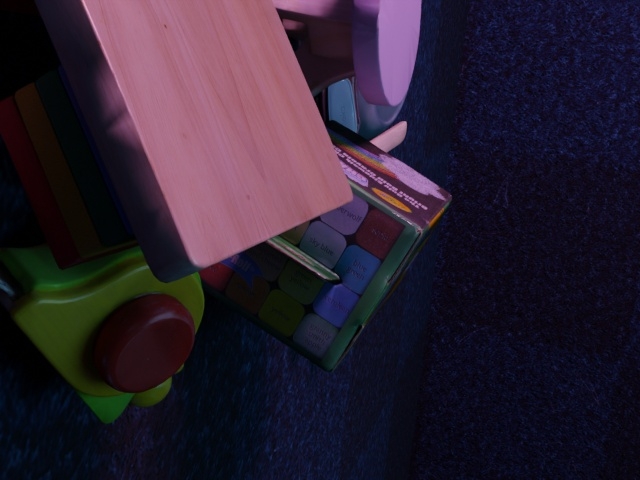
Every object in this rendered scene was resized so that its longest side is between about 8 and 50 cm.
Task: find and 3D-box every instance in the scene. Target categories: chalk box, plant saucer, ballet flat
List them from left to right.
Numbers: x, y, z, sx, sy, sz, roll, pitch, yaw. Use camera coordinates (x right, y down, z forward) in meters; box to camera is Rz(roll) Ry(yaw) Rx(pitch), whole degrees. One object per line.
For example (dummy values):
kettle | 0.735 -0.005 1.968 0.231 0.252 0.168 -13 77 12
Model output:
chalk box | 0.000 0.000 0.834 0.179 0.180 0.289 -59 171 19
ballet flat | 0.022 -0.234 1.116 0.074 0.074 0.203 -37 128 -70
plant saucer | 0.115 -0.326 1.392 0.317 0.043 0.318 12 90 -72

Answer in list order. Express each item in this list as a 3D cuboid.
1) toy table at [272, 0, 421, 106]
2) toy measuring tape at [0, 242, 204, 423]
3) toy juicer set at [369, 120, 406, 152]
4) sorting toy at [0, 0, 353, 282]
toy table | 0.013 -0.243 0.873 0.274 0.160 0.252 29 71 -75
toy measuring tape | -0.149 0.005 0.496 0.330 0.121 0.121 72 30 -49
toy juicer set | 0.021 -0.030 1.204 0.209 0.089 0.329 -8 115 -62
sorting toy | -0.101 -0.111 0.488 0.257 0.089 0.255 67 21 -2
